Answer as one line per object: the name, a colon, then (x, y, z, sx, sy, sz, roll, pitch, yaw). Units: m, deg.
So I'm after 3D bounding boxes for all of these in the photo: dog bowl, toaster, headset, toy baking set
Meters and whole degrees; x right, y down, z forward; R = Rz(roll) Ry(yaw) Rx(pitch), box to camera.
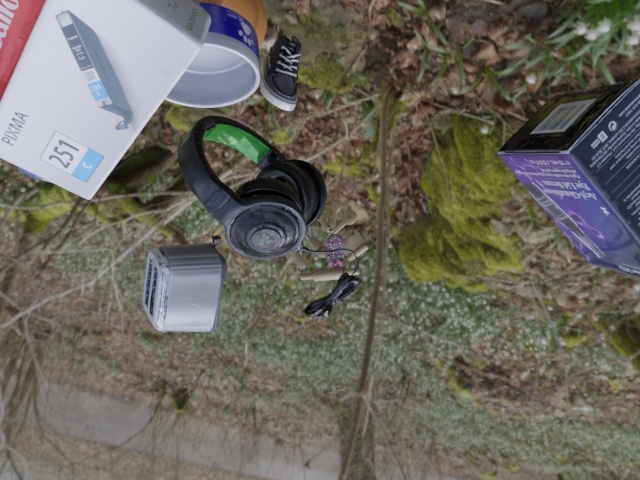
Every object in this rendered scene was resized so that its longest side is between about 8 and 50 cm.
dog bowl: (-0.268, -0.409, 1.258, 0.264, 0.104, 0.265, -3, 164, -1)
toaster: (-0.295, 0.096, 1.210, 0.146, 0.129, 0.227, -1, 116, -34)
headset: (-0.089, -0.038, 0.972, 0.394, 0.243, 0.185, 44, 118, -6)
toy baking set: (0.002, 0.007, 1.391, 0.256, 0.197, 0.030, -13, 166, 27)

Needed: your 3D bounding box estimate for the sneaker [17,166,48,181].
sneaker: (-0.631, -0.190, 1.267, 0.130, 0.296, 0.112, -2, 102, 0)

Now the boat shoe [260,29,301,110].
boat shoe: (-0.124, -0.580, 1.873, 0.127, 0.341, 0.158, 13, 127, -26)

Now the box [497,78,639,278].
box: (0.332, -0.063, 0.635, 0.108, 0.153, 0.207, -44, 102, -1)

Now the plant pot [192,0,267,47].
plant pot: (-0.323, -0.661, 1.609, 0.290, 0.291, 0.203, -14, 170, 12)

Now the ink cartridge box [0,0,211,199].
ink cartridge box: (-0.304, -0.199, 0.593, 0.261, 0.066, 0.296, 30, 133, -27)

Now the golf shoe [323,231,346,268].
golf shoe: (0.039, 0.023, 1.652, 0.067, 0.086, 0.186, -4, 146, 0)
